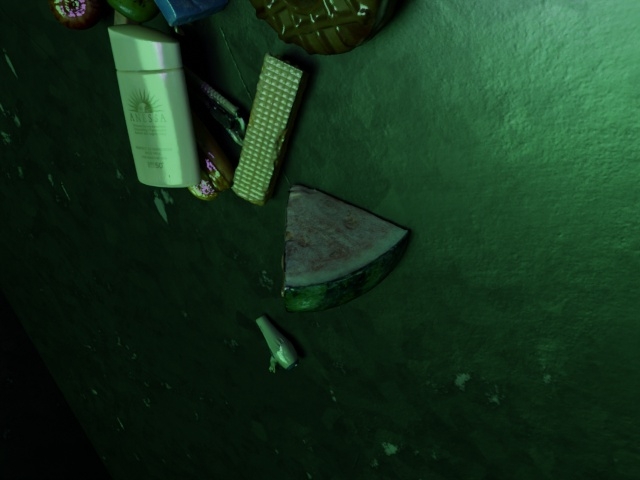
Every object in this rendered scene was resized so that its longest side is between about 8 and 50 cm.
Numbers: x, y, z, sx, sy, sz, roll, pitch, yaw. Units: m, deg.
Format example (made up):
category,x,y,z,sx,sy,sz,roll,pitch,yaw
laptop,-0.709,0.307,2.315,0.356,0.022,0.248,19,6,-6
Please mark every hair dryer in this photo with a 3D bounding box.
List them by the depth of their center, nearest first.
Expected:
category,x,y,z,sx,sy,sz,roll,pitch,yaw
hair dryer,-0.141,0.294,1.679,0.167,0.068,0.199,62,152,2

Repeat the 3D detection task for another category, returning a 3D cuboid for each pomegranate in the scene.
category,x,y,z,sx,sy,sz,roll,pitch,yaw
pomegranate,-0.349,-0.510,1.225,0.191,0.152,0.131,39,171,-7

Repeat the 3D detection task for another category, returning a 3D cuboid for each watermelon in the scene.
category,x,y,z,sx,sy,sz,roll,pitch,yaw
watermelon,0.037,0.023,1.286,0.251,0.292,0.283,8,162,-9

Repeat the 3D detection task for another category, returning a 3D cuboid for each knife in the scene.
category,x,y,z,sx,sy,sz,roll,pitch,yaw
knife,-0.284,-0.340,1.358,0.365,0.043,0.089,41,137,12

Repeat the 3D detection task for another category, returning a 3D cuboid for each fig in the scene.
category,x,y,z,sx,sy,sz,roll,pitch,yaw
fig,-0.579,-0.559,1.415,0.128,0.128,0.150,47,166,5

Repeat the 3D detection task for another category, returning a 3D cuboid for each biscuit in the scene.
category,x,y,z,sx,sy,sz,roll,pitch,yaw
biscuit,-0.020,-0.451,0.955,0.332,0.103,0.332,34,153,20
biscuit,-0.114,-0.226,1.266,0.094,0.054,0.378,26,134,5

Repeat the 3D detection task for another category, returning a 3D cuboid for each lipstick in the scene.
category,x,y,z,sx,sy,sz,roll,pitch,yaw
lipstick,-0.458,-0.499,1.397,0.045,0.045,0.145,36,135,14

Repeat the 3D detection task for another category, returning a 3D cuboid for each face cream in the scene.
category,x,y,z,sx,sy,sz,roll,pitch,yaw
face cream,-0.359,-0.291,1.298,0.174,0.081,0.348,8,117,24

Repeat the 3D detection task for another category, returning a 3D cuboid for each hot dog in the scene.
category,x,y,z,sx,sy,sz,roll,pitch,yaw
hot dog,-0.326,-0.254,1.414,0.135,0.100,0.337,-32,95,39

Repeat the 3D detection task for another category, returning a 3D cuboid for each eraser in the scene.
category,x,y,z,sx,sy,sz,roll,pitch,yaw
eraser,-0.315,-0.575,1.148,0.043,0.144,0.311,-22,102,49
